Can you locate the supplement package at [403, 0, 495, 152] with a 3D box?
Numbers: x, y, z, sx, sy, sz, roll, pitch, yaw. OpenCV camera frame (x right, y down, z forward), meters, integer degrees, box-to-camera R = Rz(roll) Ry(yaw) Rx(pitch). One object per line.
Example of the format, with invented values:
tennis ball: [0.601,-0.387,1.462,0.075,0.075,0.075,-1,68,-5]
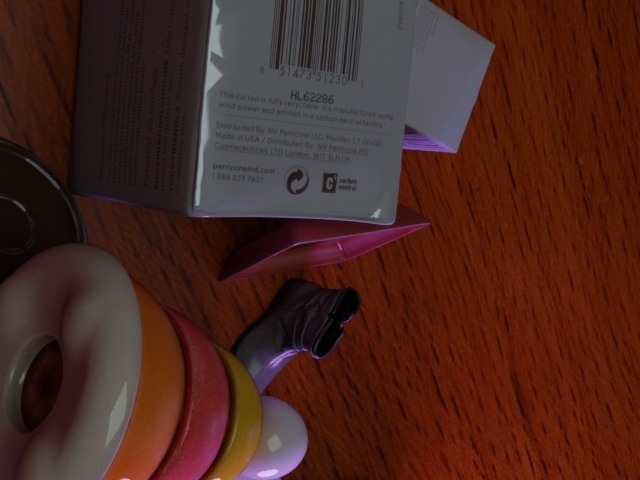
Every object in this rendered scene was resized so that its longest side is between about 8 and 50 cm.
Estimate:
supplement package: [0.103,-0.286,1.862,0.263,0.198,0.199,25,82,-34]

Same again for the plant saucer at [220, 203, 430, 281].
plant saucer: [0.000,0.000,1.815,0.259,0.258,0.047,-8,80,-33]

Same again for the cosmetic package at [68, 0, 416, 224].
cosmetic package: [-0.120,-0.201,1.600,0.330,0.394,0.327,2,95,-35]

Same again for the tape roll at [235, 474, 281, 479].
tape roll: [-0.167,0.436,1.858,0.219,0.072,0.219,-5,99,-34]

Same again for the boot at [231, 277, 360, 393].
boot: [-0.048,0.166,1.846,0.083,0.161,0.246,41,73,-31]

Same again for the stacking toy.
stacking toy: [-0.188,0.227,1.459,0.480,0.351,0.350,23,84,-41]

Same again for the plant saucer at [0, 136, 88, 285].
plant saucer: [-0.432,-0.015,1.532,0.311,0.050,0.310,27,49,-36]
